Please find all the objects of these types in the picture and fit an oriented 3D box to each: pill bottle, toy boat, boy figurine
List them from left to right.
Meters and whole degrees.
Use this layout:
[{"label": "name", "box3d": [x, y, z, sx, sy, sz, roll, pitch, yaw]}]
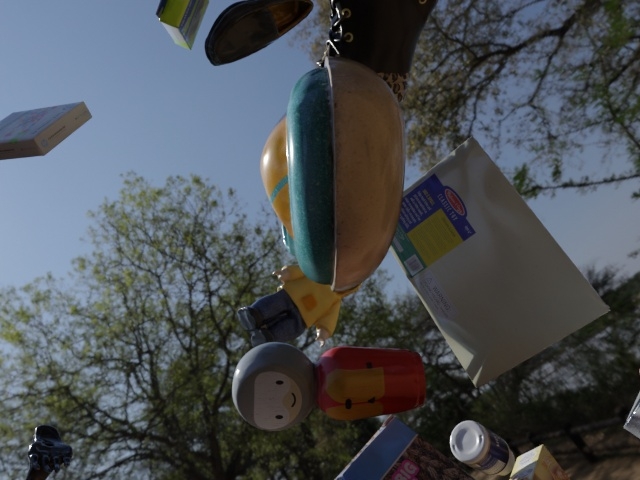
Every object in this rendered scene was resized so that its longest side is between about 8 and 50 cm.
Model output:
[{"label": "boy figurine", "box3d": [-0.020, 0.125, 1.042, 0.285, 0.177, 0.092, -25, -5, -32]}, {"label": "toy boat", "box3d": [0.000, 0.000, 0.463, 0.147, 0.319, 0.268, -2, -29, -1]}, {"label": "pill bottle", "box3d": [0.386, 0.494, 1.213, 0.094, 0.094, 0.169, -42, -54, 15]}]

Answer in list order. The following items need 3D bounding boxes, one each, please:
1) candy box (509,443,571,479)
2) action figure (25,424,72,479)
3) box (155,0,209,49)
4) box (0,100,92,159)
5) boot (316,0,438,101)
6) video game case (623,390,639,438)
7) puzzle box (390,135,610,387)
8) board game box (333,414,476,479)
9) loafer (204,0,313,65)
[{"label": "candy box", "box3d": [0.507, 0.617, 1.159, 0.087, 0.183, 0.316, -44, -17, 26]}, {"label": "action figure", "box3d": [-0.342, 0.310, 0.468, 0.276, 0.163, 0.141, -69, 14, -3]}, {"label": "box", "box3d": [-0.251, -0.432, 0.959, 0.178, 0.042, 0.109, -130, 62, -81]}, {"label": "box", "box3d": [-0.545, -0.201, 0.961, 0.145, 0.186, 0.038, -67, -31, -46]}, {"label": "boot", "box3d": [0.032, -0.394, 0.875, 0.376, 0.138, 0.285, 0, -58, -23]}, {"label": "video game case", "box3d": [0.538, 0.131, 0.717, 0.269, 0.061, 0.245, -19, -48, -47]}, {"label": "puzzle box", "box3d": [0.305, 0.035, 1.002, 0.272, 0.409, 0.052, -39, -25, 22]}, {"label": "board game box", "box3d": [0.087, 0.309, 0.341, 0.232, 0.290, 0.141, -23, -41, -50]}, {"label": "loafer", "box3d": [-0.079, -0.282, 0.673, 0.170, 0.061, 0.062, -49, -36, -23]}]
